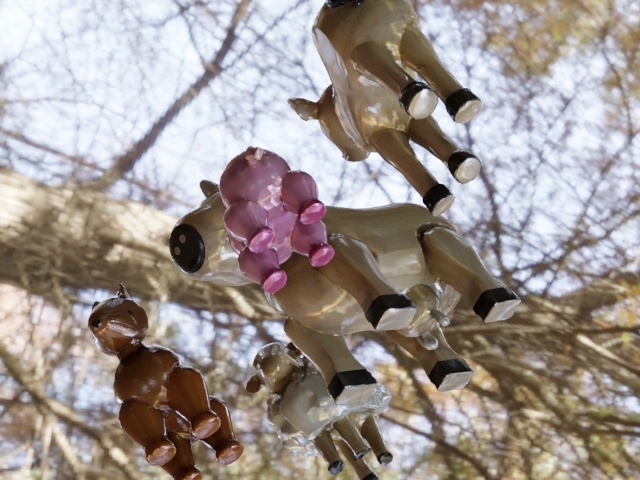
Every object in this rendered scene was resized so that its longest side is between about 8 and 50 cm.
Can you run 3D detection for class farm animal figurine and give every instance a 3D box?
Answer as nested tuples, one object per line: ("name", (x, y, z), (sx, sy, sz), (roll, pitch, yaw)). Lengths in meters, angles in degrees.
("farm animal figurine", (0.000, 0.000, 0.756), (0.330, 0.326, 0.172), (-50, -128, 17))
